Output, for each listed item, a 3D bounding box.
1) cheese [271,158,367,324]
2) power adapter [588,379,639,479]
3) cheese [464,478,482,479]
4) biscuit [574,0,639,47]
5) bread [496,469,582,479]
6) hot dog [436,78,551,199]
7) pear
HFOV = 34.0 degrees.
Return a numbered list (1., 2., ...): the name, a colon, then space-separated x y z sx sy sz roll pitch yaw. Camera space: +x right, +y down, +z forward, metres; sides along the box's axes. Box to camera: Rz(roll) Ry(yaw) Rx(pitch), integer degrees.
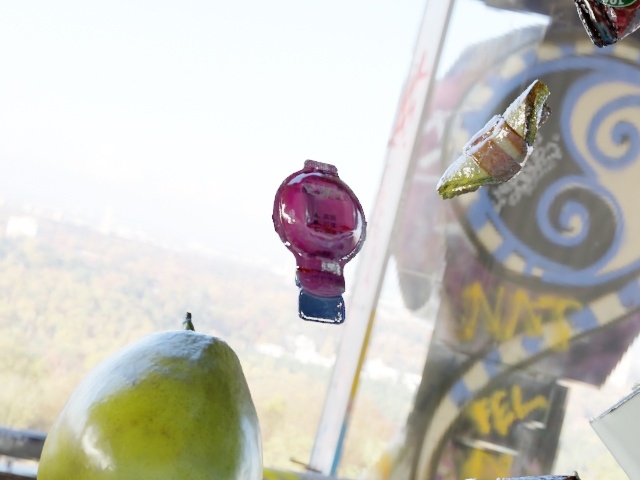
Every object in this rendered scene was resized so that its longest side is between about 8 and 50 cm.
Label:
1. cheese: 0.000 0.000 1.487 0.155 0.244 0.062 8 -22 -25
2. power adapter: 0.387 0.207 0.912 0.255 0.187 0.124 56 29 15
3. cheese: 0.165 0.464 1.429 0.082 0.286 0.163 26 -30 15
4. biscuit: 0.456 -0.375 1.520 0.235 0.151 0.063 -24 -30 -16
5. bread: 0.175 0.258 0.802 0.073 0.161 0.160 -8 -5 9
6. hot dog: 0.314 -0.156 1.817 0.093 0.261 0.123 42 16 -15
7. pear: -0.206 0.258 1.341 0.287 0.375 0.287 7 -33 5
